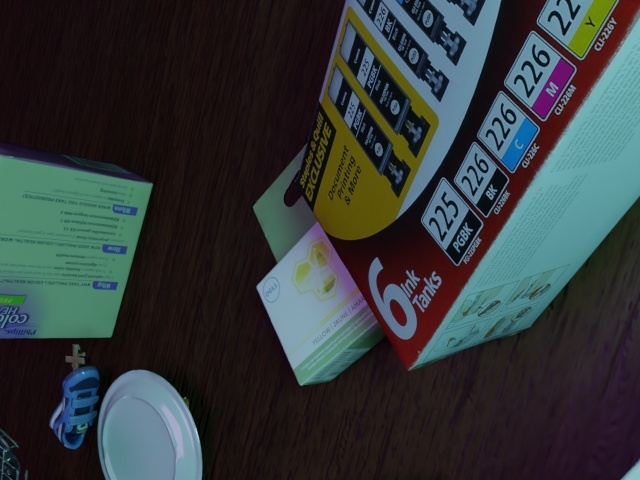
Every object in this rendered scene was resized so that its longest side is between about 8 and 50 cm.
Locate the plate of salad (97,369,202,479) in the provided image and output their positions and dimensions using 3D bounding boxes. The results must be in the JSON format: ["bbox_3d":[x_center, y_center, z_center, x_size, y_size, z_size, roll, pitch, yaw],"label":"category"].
[{"bbox_3d":[-0.213,0.262,0.827,0.199,0.048,0.200,1,92,35],"label":"plate of salad"}]

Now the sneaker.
[{"bbox_3d":[-0.352,0.244,0.957,0.059,0.053,0.144,48,125,37],"label":"sneaker"}]

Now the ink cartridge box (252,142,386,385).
[{"bbox_3d":[0.000,0.000,0.659,0.171,0.056,0.235,-45,58,30],"label":"ink cartridge box"}]

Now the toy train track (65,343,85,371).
[{"bbox_3d":[-0.373,0.201,1.009,0.048,0.014,0.083,-2,89,36],"label":"toy train track"}]

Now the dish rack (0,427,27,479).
[{"bbox_3d":[-0.376,0.355,0.773,0.208,0.074,0.272,4,90,44],"label":"dish rack"}]

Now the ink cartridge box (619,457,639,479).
[{"bbox_3d":[0.292,0.261,0.274,0.385,0.160,0.279,46,115,37],"label":"ink cartridge box"}]

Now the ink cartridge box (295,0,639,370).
[{"bbox_3d":[0.091,-0.112,0.457,0.272,0.130,0.309,59,148,32],"label":"ink cartridge box"}]

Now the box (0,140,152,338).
[{"bbox_3d":[-0.380,0.003,0.904,0.117,0.213,0.243,25,102,42],"label":"box"}]
